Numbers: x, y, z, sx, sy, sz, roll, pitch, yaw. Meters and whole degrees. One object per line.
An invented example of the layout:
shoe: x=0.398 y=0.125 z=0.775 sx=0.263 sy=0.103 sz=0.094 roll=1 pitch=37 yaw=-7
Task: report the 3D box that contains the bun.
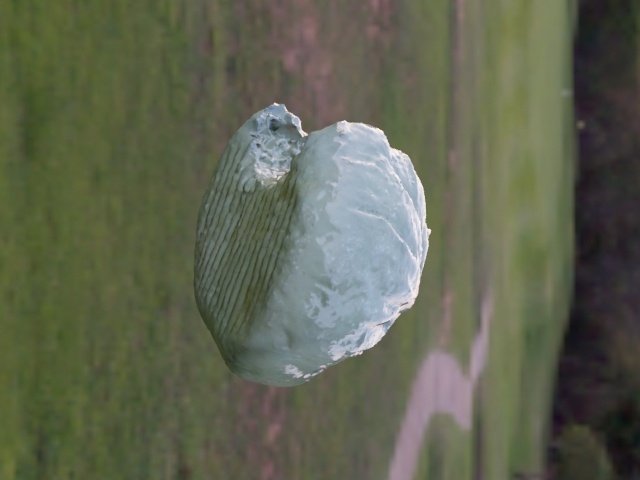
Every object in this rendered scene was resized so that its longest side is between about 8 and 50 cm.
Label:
bun: x=0.000 y=0.000 z=1.188 sx=0.204 sy=0.127 sz=0.212 roll=-58 pitch=-149 yaw=28
